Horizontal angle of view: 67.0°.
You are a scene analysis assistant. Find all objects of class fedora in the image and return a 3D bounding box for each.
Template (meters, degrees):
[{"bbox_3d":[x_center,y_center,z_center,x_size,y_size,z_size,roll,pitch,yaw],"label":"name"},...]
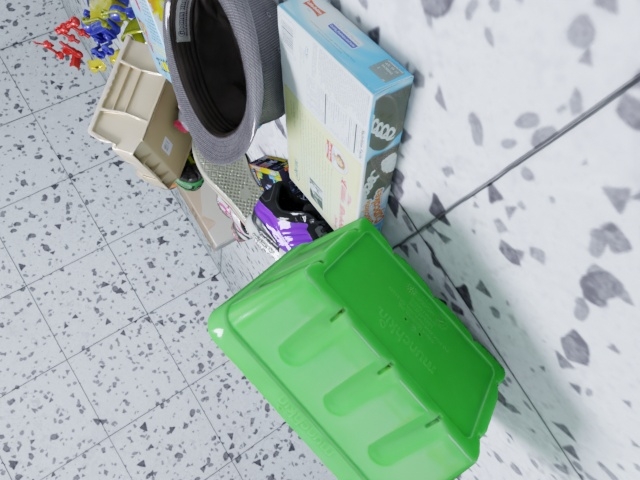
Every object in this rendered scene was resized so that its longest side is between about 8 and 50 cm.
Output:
[{"bbox_3d":[-0.121,-0.259,0.706,0.243,0.124,0.276,-13,97,53],"label":"fedora"}]

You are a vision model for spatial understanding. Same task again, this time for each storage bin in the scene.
[{"bbox_3d":[-0.401,-0.289,1.157,0.123,0.261,0.262,16,169,4],"label":"storage bin"}]

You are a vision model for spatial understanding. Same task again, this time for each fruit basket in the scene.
[{"bbox_3d":[0.026,0.189,0.719,0.391,0.283,0.392,15,123,26],"label":"fruit basket"}]

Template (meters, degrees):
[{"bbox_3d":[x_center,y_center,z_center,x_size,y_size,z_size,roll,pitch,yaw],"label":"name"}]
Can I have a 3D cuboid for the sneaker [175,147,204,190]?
[{"bbox_3d":[-0.456,-0.273,1.372,0.344,0.134,0.146,52,156,9],"label":"sneaker"}]

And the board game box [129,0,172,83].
[{"bbox_3d":[-0.233,-0.413,0.784,0.144,0.142,0.275,44,156,43],"label":"board game box"}]

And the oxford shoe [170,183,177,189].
[{"bbox_3d":[-0.496,-0.282,1.590,0.133,0.129,0.364,109,156,-48],"label":"oxford shoe"}]

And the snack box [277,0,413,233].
[{"bbox_3d":[0.022,-0.138,0.664,0.187,0.060,0.322,52,160,25],"label":"snack box"}]

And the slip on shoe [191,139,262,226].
[{"bbox_3d":[-0.213,-0.143,1.214,0.331,0.123,0.101,54,166,3],"label":"slip on shoe"}]

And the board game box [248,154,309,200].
[{"bbox_3d":[-0.078,-0.100,1.013,0.170,0.048,0.141,26,141,60],"label":"board game box"}]

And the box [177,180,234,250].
[{"bbox_3d":[-0.396,-0.128,1.707,0.311,0.121,0.148,60,162,1],"label":"box"}]

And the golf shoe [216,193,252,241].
[{"bbox_3d":[-0.257,-0.089,1.513,0.086,0.067,0.186,-17,104,44],"label":"golf shoe"}]

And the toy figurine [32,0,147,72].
[{"bbox_3d":[-0.594,-0.632,1.326,0.191,0.362,0.217,20,-111,-58],"label":"toy figurine"}]

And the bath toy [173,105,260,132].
[{"bbox_3d":[-0.239,-0.284,1.030,0.348,0.129,0.151,23,140,63],"label":"bath toy"}]

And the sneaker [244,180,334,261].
[{"bbox_3d":[-0.001,0.000,0.876,0.293,0.102,0.146,38,120,9],"label":"sneaker"}]
